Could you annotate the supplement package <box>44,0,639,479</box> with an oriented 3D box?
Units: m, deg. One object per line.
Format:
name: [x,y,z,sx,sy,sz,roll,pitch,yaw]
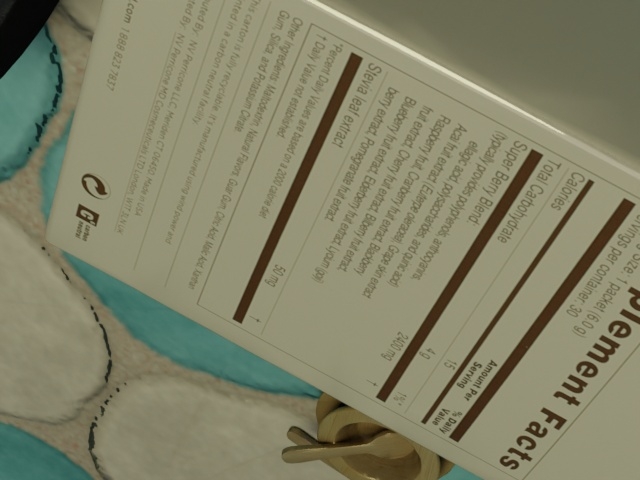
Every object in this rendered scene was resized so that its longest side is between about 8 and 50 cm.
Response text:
supplement package: [0.077,-0.036,0.517,0.293,0.177,0.175,28,137,2]

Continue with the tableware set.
tableware set: [0.077,0.149,0.796,0.194,0.039,0.128,35,138,-5]

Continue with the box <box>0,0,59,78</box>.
box: [-0.197,-0.171,0.593,0.207,0.108,0.153,38,137,-8]
